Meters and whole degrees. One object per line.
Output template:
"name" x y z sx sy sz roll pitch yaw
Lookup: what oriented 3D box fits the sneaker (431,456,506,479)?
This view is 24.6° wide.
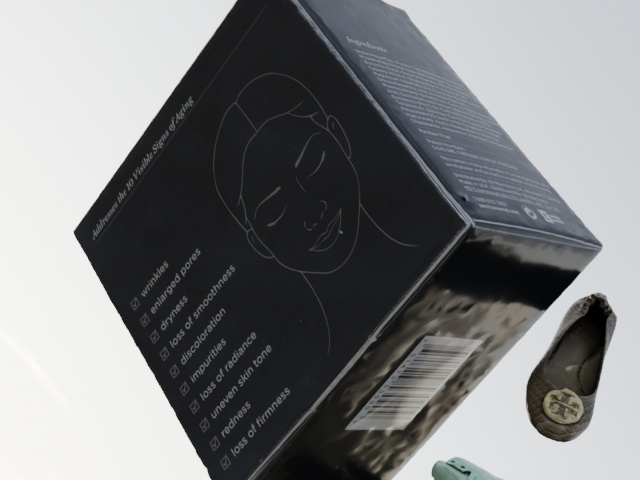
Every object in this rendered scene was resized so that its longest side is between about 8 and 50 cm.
"sneaker" 0.233 0.424 2.378 0.151 0.094 0.256 27 9 15

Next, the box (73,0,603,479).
"box" 0.000 0.000 1.837 0.480 0.297 0.472 -51 -124 24

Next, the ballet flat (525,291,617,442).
"ballet flat" 0.303 0.141 1.728 0.084 0.250 0.058 28 -48 6
